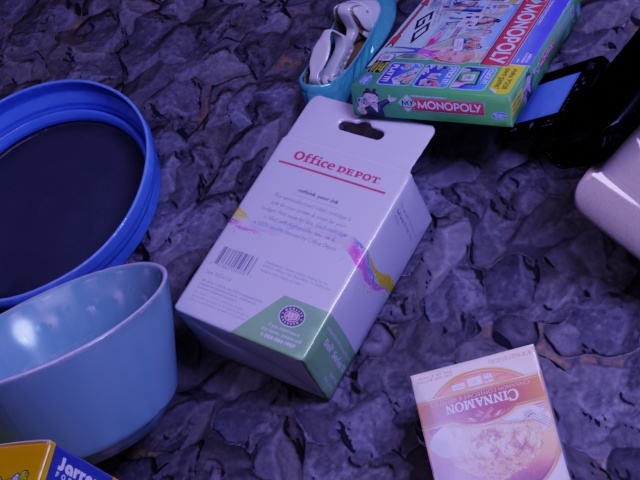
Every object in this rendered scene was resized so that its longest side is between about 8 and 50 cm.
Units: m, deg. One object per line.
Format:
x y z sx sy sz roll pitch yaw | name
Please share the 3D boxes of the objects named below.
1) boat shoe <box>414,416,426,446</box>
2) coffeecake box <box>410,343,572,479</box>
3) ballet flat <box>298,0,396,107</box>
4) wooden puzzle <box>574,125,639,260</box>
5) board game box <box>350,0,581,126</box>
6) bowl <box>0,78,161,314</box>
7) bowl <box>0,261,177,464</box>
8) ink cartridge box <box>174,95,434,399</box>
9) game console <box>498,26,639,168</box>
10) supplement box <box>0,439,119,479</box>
0.176 0.203 1.425 0.142 0.040 0.049 -21 52 8 | boat shoe
0.191 0.224 1.356 0.142 0.068 0.186 -16 72 11 | coffeecake box
0.040 -0.288 1.780 0.083 0.087 0.247 12 63 29 | ballet flat
0.505 -0.074 1.400 0.322 0.080 0.348 39 80 8 | wooden puzzle
0.200 -0.253 1.646 0.213 0.046 0.317 6 37 25 | board game box
-0.412 -0.061 1.816 0.391 0.077 0.391 -11 55 16 | bowl
-0.299 0.169 1.517 0.311 0.163 0.311 -20 16 6 | bowl
0.000 0.000 1.582 0.207 0.119 0.353 19 67 31 | ink cartridge box
0.310 -0.168 1.488 0.213 0.044 0.361 -50 13 -15 | game console
-0.347 0.425 1.363 0.195 0.194 0.357 -11 53 33 | supplement box
